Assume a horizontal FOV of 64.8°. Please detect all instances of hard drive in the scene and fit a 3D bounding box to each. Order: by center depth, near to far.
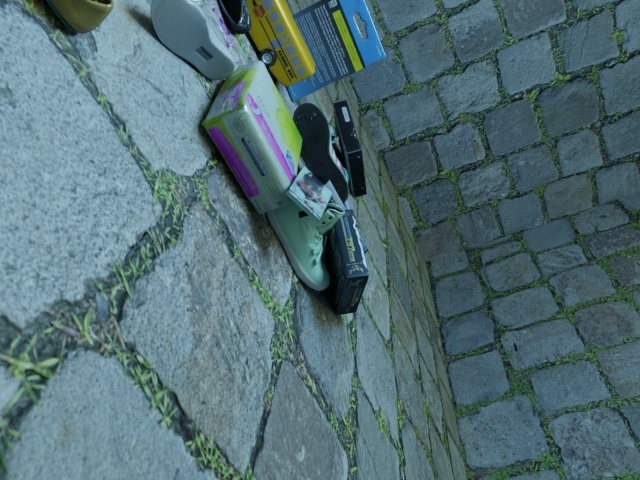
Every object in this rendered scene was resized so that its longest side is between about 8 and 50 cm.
[{"bbox_3d":[0.116,-0.348,1.971,0.339,0.064,0.237,68,8,-66],"label":"hard drive"}]

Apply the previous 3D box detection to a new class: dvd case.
[{"bbox_3d":[-0.021,-0.096,1.026,0.087,0.013,0.119,43,34,-12],"label":"dvd case"},{"bbox_3d":[0.018,-0.080,1.345,0.180,0.022,0.253,27,-25,50],"label":"dvd case"}]

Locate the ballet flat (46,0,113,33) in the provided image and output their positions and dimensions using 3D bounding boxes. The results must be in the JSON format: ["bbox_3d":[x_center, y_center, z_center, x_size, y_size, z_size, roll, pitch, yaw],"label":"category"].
[{"bbox_3d":[-0.341,-0.362,0.597,0.232,0.073,0.080,53,23,-45],"label":"ballet flat"}]

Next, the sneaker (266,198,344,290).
[{"bbox_3d":[0.000,0.000,1.137,0.094,0.151,0.256,-85,150,-57],"label":"sneaker"}]

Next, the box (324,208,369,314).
[{"bbox_3d":[0.060,0.060,1.259,0.233,0.059,0.183,97,-16,-60],"label":"box"}]

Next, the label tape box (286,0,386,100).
[{"bbox_3d":[0.016,-0.632,1.626,0.106,0.333,0.241,-67,135,-67],"label":"label tape box"}]

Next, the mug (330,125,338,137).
[{"bbox_3d":[0.029,-0.401,1.884,0.062,0.064,0.078,46,28,-53],"label":"mug"}]

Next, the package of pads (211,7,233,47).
[{"bbox_3d":[-0.237,-0.490,1.170,0.050,0.032,0.083,-91,155,-47],"label":"package of pads"}]

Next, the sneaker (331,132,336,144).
[{"bbox_3d":[0.023,-0.345,1.772,0.166,0.076,0.065,-9,80,-74],"label":"sneaker"}]

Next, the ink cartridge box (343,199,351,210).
[{"bbox_3d":[0.074,-0.056,1.642,0.208,0.045,0.206,12,59,-70],"label":"ink cartridge box"}]

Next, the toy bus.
[{"bbox_3d":[-0.144,-0.616,1.450,0.108,0.130,0.333,-89,154,-52],"label":"toy bus"}]

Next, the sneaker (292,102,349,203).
[{"bbox_3d":[0.004,-0.231,1.439,0.178,0.123,0.296,94,-22,-88],"label":"sneaker"}]

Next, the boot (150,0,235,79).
[{"bbox_3d":[-0.251,-0.416,0.959,0.258,0.095,0.123,42,25,-75],"label":"boot"}]

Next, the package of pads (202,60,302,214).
[{"bbox_3d":[-0.134,-0.231,1.074,0.297,0.101,0.229,-87,153,-55],"label":"package of pads"}]

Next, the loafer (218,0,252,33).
[{"bbox_3d":[-0.233,-0.645,1.291,0.078,0.076,0.223,-48,120,-81],"label":"loafer"}]
